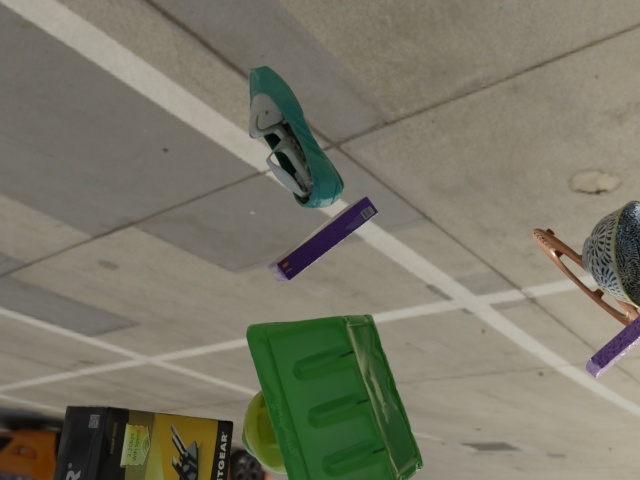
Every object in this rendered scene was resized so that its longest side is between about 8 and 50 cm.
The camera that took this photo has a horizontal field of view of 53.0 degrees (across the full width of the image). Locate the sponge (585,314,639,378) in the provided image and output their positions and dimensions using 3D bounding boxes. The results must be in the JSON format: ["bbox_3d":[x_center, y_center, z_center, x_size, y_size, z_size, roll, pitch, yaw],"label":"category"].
[{"bbox_3d":[0.586,0.174,1.194,0.210,0.031,0.117,-40,152,-1],"label":"sponge"}]

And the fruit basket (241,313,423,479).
[{"bbox_3d":[-0.036,0.331,1.180,0.391,0.393,0.283,-8,172,24],"label":"fruit basket"}]

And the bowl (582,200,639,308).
[{"bbox_3d":[0.473,0.025,1.025,0.170,0.170,0.080,23,160,-36],"label":"bowl"}]

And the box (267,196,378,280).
[{"bbox_3d":[0.000,0.000,1.694,0.293,0.057,0.201,-37,-177,-12],"label":"box"}]

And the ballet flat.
[{"bbox_3d":[-0.056,-0.155,0.969,0.087,0.247,0.083,-30,177,-40],"label":"ballet flat"}]

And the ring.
[{"bbox_3d":[0.619,0.086,1.465,0.032,0.337,0.336,-45,141,6],"label":"ring"}]

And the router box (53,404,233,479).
[{"bbox_3d":[-0.234,0.381,0.832,0.080,0.309,0.243,-7,159,31],"label":"router box"}]
